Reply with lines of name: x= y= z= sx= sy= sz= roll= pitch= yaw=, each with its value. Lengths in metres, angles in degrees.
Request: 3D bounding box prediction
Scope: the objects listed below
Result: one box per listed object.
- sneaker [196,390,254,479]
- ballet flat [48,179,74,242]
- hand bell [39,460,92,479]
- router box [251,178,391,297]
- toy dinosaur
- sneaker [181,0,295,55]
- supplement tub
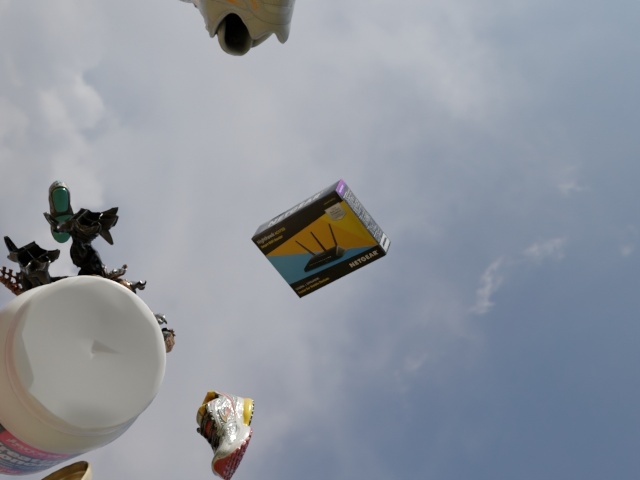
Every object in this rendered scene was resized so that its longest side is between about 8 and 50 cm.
sneaker: x=-0.169 y=0.323 z=1.547 sx=0.093 sy=0.225 sz=0.088 roll=22 pitch=-78 yaw=-9
ballet flat: x=-0.416 y=-0.050 z=1.486 sx=0.041 sy=0.041 sz=0.114 roll=34 pitch=-46 yaw=28
hand bell: x=-0.176 y=0.317 z=0.758 sx=0.126 sy=0.126 sz=0.242 roll=-26 pitch=-79 yaw=34
router box: x=0.000 y=0.000 z=1.458 sx=0.179 sy=0.046 sz=0.133 roll=-29 pitch=-71 yaw=30
toy dinosaur: x=-0.354 y=0.084 z=1.319 sx=0.322 sy=0.164 sz=0.218 roll=0 pitch=-58 yaw=14
sneaker: x=-0.110 y=-0.265 z=1.022 sx=0.262 sy=0.099 sz=0.121 roll=17 pitch=-77 yaw=58
supplement tub: x=-0.312 y=0.160 z=1.069 sx=0.272 sy=0.191 sz=0.191 roll=-31 pitch=-104 yaw=50
